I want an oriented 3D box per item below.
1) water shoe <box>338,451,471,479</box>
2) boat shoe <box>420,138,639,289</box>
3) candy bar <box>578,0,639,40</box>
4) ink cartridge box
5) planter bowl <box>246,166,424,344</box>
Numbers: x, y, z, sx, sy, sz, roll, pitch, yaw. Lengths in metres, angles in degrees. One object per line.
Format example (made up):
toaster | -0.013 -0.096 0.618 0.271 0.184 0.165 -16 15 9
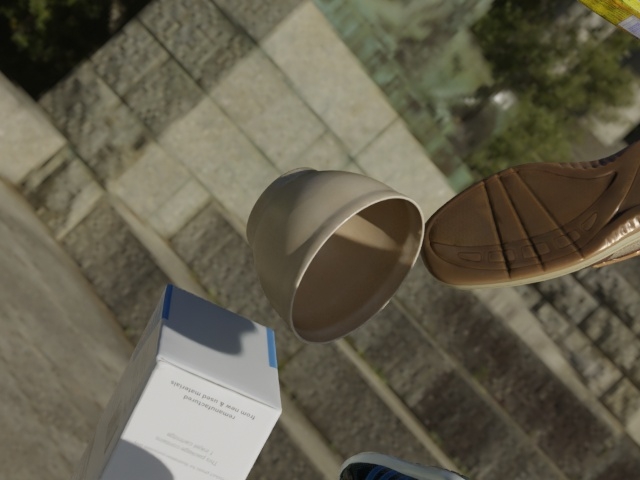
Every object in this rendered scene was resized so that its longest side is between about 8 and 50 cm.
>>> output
water shoe | 0.069 0.249 1.161 0.073 0.080 0.203 47 -28 -21
boat shoe | 0.268 -0.017 1.248 0.123 0.342 0.123 72 -4 -61
candy bar | 0.243 -0.200 1.043 0.161 0.018 0.040 26 -27 -24
ink cartridge box | -0.163 0.228 1.218 0.129 0.307 0.223 25 12 -11
planter bowl | 0.000 0.000 1.150 0.109 0.162 0.162 39 -4 32
